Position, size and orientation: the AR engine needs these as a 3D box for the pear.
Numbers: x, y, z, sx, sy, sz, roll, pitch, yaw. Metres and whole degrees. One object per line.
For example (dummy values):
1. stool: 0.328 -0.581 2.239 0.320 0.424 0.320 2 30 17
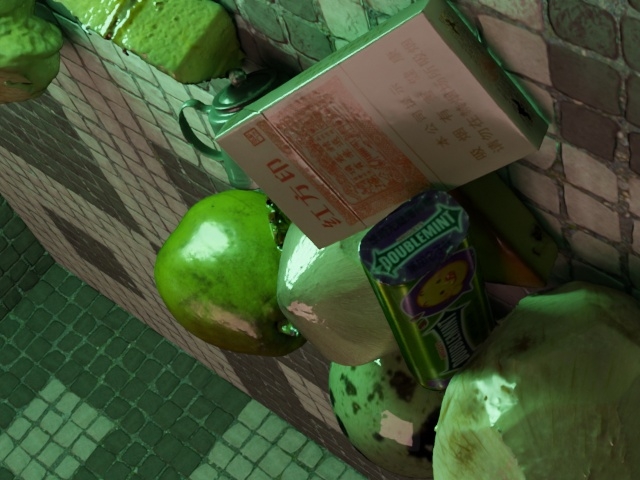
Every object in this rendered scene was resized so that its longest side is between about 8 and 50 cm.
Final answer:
1. pear: -0.124 0.067 2.030 0.375 0.287 0.287 43 170 47

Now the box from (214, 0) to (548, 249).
1. box: 0.058 -0.124 1.355 0.204 0.051 0.365 46 138 -19

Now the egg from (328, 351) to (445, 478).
1. egg: 0.153 0.231 1.881 0.287 0.287 0.379 46 170 -19

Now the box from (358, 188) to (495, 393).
1. box: 0.144 0.076 1.453 0.097 0.134 0.345 48 171 29

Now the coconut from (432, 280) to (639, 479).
1. coconut: 0.308 0.260 1.418 0.344 0.415 0.415 2 152 10

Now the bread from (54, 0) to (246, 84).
1. bread: -0.240 -0.322 1.649 0.266 0.178 0.142 32 129 17

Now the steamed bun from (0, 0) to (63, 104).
1. steamed bun: -0.618 -0.378 2.044 0.372 0.230 0.324 16 166 -41

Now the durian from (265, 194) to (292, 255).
1. durian: -0.007 0.008 1.878 0.198 0.163 0.394 31 160 42

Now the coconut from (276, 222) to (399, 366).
1. coconut: 0.055 0.058 1.655 0.237 0.265 0.237 24 120 52

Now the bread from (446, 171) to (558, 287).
1. bread: 0.147 -0.082 1.470 0.361 0.077 0.138 45 161 -16

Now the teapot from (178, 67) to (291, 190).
1. teapot: -0.096 -0.172 1.631 0.239 0.162 0.149 -9 124 33
